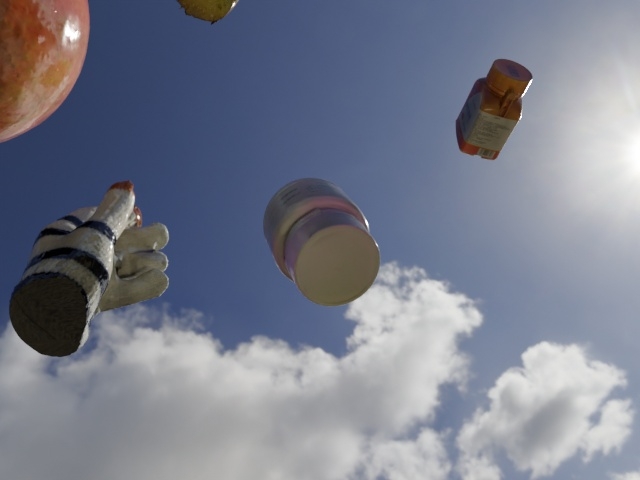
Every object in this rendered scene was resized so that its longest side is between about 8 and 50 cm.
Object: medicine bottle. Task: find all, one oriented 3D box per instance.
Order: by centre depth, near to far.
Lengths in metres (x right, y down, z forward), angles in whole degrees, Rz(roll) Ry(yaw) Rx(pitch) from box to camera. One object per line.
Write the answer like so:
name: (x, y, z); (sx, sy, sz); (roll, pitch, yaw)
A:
medicine bottle: (0.000, 0.000, 1.351); (0.241, 0.302, 0.241); (-6, -66, -13)
medicine bottle: (0.433, -0.332, 1.429); (0.111, 0.149, 0.222); (13, -46, -6)

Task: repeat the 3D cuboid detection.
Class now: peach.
peach: (-0.126, -0.298, 0.632); (0.098, 0.061, 0.098); (9, -57, 14)

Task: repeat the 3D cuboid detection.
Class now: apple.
apple: (-0.475, -0.285, 0.670); (0.363, 0.364, 0.364); (-14, -56, -22)

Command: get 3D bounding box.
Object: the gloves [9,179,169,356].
gloves: (-0.262, 0.023, 0.655); (0.131, 0.219, 0.140); (-13, -62, 3)
